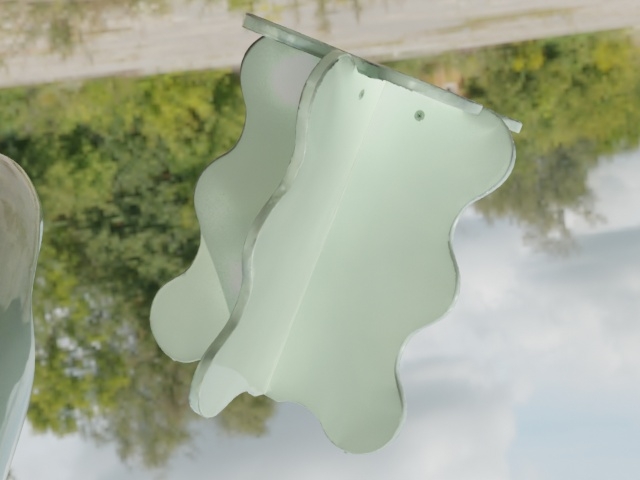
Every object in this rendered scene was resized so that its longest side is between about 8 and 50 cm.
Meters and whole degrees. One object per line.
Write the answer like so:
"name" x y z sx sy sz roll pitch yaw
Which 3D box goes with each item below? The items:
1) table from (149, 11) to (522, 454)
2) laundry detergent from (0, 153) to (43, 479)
"table" 0.000 0.000 0.648 0.166 0.198 0.166 21 -172 -3
"laundry detergent" -0.227 0.096 0.610 0.124 0.264 0.398 37 -177 -23
